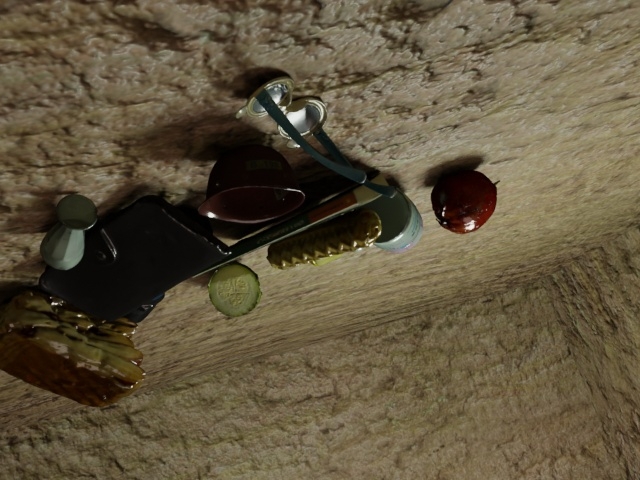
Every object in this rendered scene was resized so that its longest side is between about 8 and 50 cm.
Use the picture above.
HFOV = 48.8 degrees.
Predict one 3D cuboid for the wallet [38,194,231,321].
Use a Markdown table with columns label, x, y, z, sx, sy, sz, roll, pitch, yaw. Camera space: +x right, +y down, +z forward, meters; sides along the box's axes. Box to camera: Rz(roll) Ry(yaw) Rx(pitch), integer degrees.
| label | x | y | z | sx | sy | sz | roll | pitch | yaw |
| --- | --- | --- | --- | --- | --- | --- | --- | --- | --- |
| wallet | -0.350 | 0.040 | 1.300 | 0.377 | 0.051 | 0.197 | -28 | 129 | 33 |

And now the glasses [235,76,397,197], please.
| label | x | y | z | sx | sy | sz | roll | pitch | yaw |
| --- | --- | --- | --- | --- | --- | --- | --- | --- | --- |
| glasses | 0.015 | -0.149 | 0.999 | 0.088 | 0.220 | 0.189 | -61 | 154 | 5 |

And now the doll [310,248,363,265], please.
| label | x | y | z | sx | sy | sz | roll | pitch | yaw |
| --- | --- | --- | --- | --- | --- | --- | --- | --- | --- |
| doll | 0.038 | 0.018 | 1.789 | 0.162 | 0.062 | 0.106 | -21 | 168 | 10 |

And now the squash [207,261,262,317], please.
| label | x | y | z | sx | sy | sz | roll | pitch | yaw |
| --- | --- | --- | --- | --- | --- | --- | --- | --- | --- |
| squash | -0.210 | 0.151 | 1.848 | 0.137 | 0.137 | 0.287 | -17 | 166 | -3 |

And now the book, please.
| label | x | y | z | sx | sy | sz | roll | pitch | yaw |
| --- | --- | --- | --- | --- | --- | --- | --- | --- | --- |
| book | -0.057 | -0.029 | 1.411 | 0.370 | 0.043 | 0.260 | -24 | -176 | 22 |

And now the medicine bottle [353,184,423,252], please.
| label | x | y | z | sx | sy | sz | roll | pitch | yaw |
| --- | --- | --- | --- | --- | --- | --- | --- | --- | --- |
| medicine bottle | 0.156 | -0.044 | 1.582 | 0.135 | 0.135 | 0.168 | -22 | 164 | 13 |

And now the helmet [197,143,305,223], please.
| label | x | y | z | sx | sy | sz | roll | pitch | yaw |
| --- | --- | --- | --- | --- | --- | --- | --- | --- | --- |
| helmet | -0.120 | -0.099 | 1.138 | 0.175 | 0.106 | 0.155 | -9 | 163 | -17 |

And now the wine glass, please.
| label | x | y | z | sx | sy | sz | roll | pitch | yaw |
| --- | --- | --- | --- | --- | --- | --- | --- | --- | --- |
| wine glass | -0.414 | -0.015 | 1.166 | 0.073 | 0.073 | 0.155 | -7 | 157 | -34 |

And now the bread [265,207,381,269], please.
| label | x | y | z | sx | sy | sz | roll | pitch | yaw |
| --- | --- | --- | --- | --- | --- | --- | --- | --- | --- |
| bread | 0.000 | 0.001 | 1.551 | 0.367 | 0.077 | 0.084 | -18 | -159 | 51 |

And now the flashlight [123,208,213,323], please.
| label | x | y | z | sx | sy | sz | roll | pitch | yaw |
| --- | --- | --- | --- | --- | --- | --- | --- | --- | --- |
| flashlight | -0.337 | 0.061 | 1.454 | 0.103 | 0.103 | 0.424 | -7 | 159 | -35 |

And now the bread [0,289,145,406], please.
| label | x | y | z | sx | sy | sz | roll | pitch | yaw |
| --- | --- | --- | --- | --- | --- | --- | --- | --- | --- |
| bread | -0.546 | 0.223 | 1.530 | 0.324 | 0.167 | 0.277 | 33 | 140 | -23 |

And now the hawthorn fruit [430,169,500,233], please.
| label | x | y | z | sx | sy | sz | roll | pitch | yaw |
| --- | --- | --- | --- | --- | --- | --- | --- | --- | --- |
| hawthorn fruit | 0.337 | -0.096 | 1.617 | 0.172 | 0.148 | 0.148 | -36 | 165 | -6 |
